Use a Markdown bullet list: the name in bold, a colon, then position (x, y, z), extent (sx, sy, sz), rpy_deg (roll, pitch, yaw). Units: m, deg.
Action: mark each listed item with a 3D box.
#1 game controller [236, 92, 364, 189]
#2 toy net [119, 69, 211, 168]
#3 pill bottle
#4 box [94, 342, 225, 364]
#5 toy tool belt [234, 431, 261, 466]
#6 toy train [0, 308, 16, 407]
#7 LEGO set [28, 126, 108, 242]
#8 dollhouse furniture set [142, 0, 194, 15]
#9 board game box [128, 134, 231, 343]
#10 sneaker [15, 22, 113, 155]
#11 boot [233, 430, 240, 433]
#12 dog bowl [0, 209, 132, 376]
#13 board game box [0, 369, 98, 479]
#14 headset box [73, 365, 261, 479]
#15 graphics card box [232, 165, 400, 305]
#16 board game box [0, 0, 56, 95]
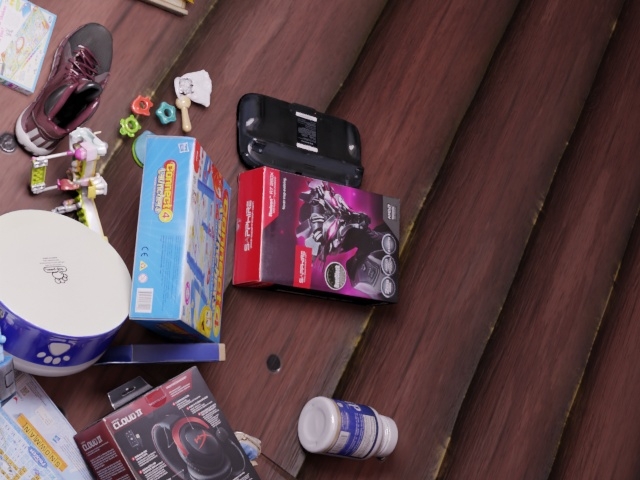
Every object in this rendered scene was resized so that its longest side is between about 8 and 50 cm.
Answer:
- **game controller**: position (-0.038, -0.200, 2.222), extent (0.319, 0.067, 0.166), rpy_deg (13, 60, -38)
- **toy net**: position (-0.290, -0.245, 2.021), extent (0.122, 0.045, 0.232), rpy_deg (46, 55, -22)
- **pill bottle**: position (0.059, 0.379, 2.151), extent (0.187, 0.112, 0.112), rpy_deg (18, 71, -37)
- **box**: position (-0.295, 0.198, 1.870), extent (0.225, 0.136, 0.036), rpy_deg (3, 81, -40)
- **toy tool belt**: position (-0.146, 0.371, 1.925), extent (0.083, 0.052, 0.051), rpy_deg (26, 41, -26)
- **toy train**: position (-0.507, 0.160, 1.573), extent (0.080, 0.105, 0.184), rpy_deg (-67, 154, -78)
- **LEGO set**: position (-0.424, -0.058, 1.829), extent (0.107, 0.132, 0.287), rpy_deg (-16, 125, -30)
- **dollhouse furniture set**: position (-0.327, -0.555, 1.973), extent (0.302, 0.151, 0.197), rpy_deg (14, 73, -38)
- **board game box**: position (-0.236, 0.011, 1.869), extent (0.302, 0.086, 0.308), rpy_deg (62, 31, -76)
- **sneaker**: position (-0.402, -0.272, 1.850), extent (0.106, 0.163, 0.281), rpy_deg (37, 61, -29)
- **boot**: position (-0.132, 0.452, 1.985), extent (0.338, 0.118, 0.222), rpy_deg (-1, 72, -48)
- **dog bowl**: position (-0.436, 0.080, 1.715), extent (0.265, 0.104, 0.264), rpy_deg (25, 36, -20)
- **board game box**: position (-0.524, 0.383, 1.689), extent (0.318, 0.066, 0.318), rpy_deg (-45, 111, -37)
- **headset box**: position (-0.251, 0.364, 1.797), extent (0.218, 0.110, 0.293), rpy_deg (-28, 87, -47)
- **graphics card box**: position (0.000, 0.000, 2.185), extent (0.371, 0.094, 0.232), rpy_deg (12, 74, -39)
- **board game box**: position (-0.523, -0.340, 1.851), extent (0.103, 0.026, 0.154), rpy_deg (25, 67, -34)
